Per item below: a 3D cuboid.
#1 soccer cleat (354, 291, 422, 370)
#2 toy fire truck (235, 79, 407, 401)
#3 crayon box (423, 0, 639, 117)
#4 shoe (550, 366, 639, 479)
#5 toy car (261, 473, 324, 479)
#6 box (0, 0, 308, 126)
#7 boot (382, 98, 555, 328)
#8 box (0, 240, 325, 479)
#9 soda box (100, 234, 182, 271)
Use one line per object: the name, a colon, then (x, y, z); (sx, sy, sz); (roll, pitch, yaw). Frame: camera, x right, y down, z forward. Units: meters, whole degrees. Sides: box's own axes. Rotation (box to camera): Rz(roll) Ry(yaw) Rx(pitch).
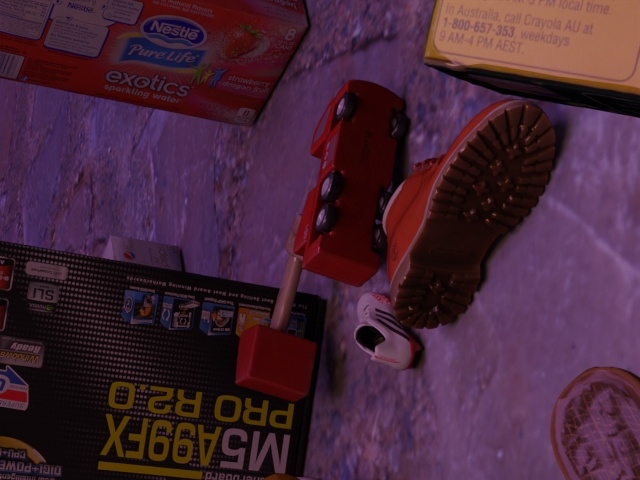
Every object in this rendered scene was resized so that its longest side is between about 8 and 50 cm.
soccer cleat: (0.035, 0.055, 0.799); (0.029, 0.035, 0.083); (-70, 26, 21)
toy fire truck: (0.000, 0.000, 0.856); (0.135, 0.047, 0.192); (136, 149, -56)
crayon box: (0.171, -0.195, 0.438); (0.202, 0.081, 0.318); (16, 96, 33)
shoe: (0.154, 0.146, 0.487); (0.076, 0.058, 0.219); (-38, 47, 28)
toy car: (-0.022, 0.238, 0.752); (0.136, 0.159, 0.182); (27, 109, 27)
box: (-0.155, -0.199, 1.052); (0.128, 0.257, 0.122); (-55, 36, 43)
boot: (0.076, -0.032, 0.722); (0.084, 0.059, 0.158); (-98, 29, -46)
box: (-0.141, 0.124, 0.874); (0.060, 0.270, 0.216); (172, 108, -66)
soda box: (-0.206, 0.098, 1.264); (0.216, 0.074, 0.069); (-61, 30, 35)
